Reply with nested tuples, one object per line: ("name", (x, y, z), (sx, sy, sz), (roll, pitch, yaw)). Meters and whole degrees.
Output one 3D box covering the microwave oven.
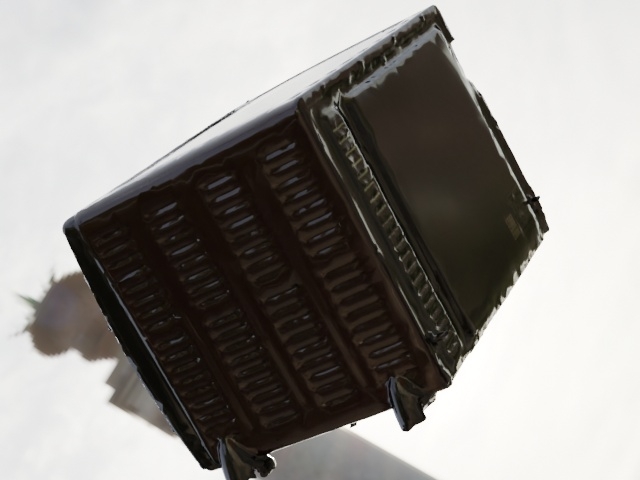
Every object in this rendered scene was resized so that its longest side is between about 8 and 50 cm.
("microwave oven", (0.000, -0.002, 0.784), (0.178, 0.188, 0.247), (59, -151, -7))
